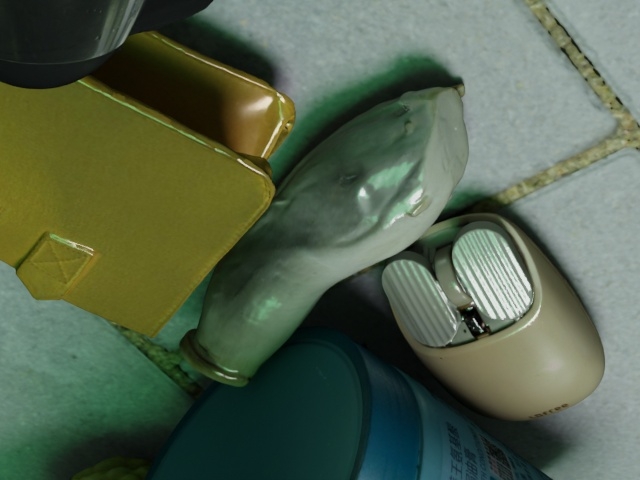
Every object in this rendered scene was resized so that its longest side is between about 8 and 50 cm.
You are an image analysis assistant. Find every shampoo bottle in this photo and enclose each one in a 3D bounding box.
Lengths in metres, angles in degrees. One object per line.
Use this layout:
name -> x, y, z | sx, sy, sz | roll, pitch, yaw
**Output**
shampoo bottle -> 0.051, 0.297, 1.504 | 0.342, 0.331, 0.331 | 35, 126, -27

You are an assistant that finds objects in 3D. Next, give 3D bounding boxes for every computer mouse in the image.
computer mouse -> 0.153, 0.076, 1.497 | 0.145, 0.082, 0.236 | -20, 129, 23

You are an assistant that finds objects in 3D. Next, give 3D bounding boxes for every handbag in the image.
handbag -> -0.247, -0.090, 1.352 | 0.401, 0.133, 0.283 | 25, 135, -17

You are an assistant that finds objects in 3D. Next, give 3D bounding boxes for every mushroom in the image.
mushroom -> -0.002, -0.001, 1.429 | 0.351, 0.097, 0.109 | -42, 77, 33

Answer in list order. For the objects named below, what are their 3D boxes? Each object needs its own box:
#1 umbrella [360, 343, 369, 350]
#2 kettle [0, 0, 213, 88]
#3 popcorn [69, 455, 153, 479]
umbrella -> 0.056, 0.145, 1.602 | 0.036, 0.031, 0.133 | -4, 137, 34
kettle -> -0.178, -0.235, 1.143 | 0.207, 0.251, 0.271 | 12, 118, 10
popcorn -> -0.182, 0.339, 1.678 | 0.270, 0.224, 0.258 | 7, 141, -10
